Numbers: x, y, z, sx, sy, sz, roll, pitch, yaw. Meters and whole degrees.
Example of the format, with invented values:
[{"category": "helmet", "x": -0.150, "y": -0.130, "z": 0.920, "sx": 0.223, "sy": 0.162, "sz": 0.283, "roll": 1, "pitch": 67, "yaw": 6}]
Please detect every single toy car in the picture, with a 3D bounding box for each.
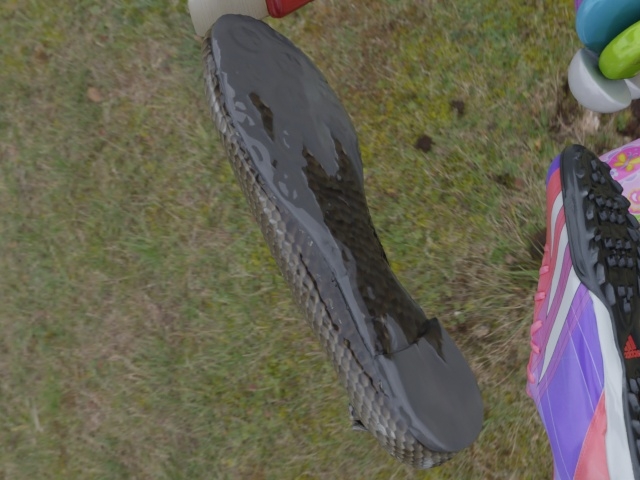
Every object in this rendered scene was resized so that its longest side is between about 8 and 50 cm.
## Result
[{"category": "toy car", "x": 0.320, "y": -0.225, "z": 0.915, "sx": 0.159, "sy": 0.182, "sz": 0.136, "roll": -40, "pitch": 82, "yaw": 40}]

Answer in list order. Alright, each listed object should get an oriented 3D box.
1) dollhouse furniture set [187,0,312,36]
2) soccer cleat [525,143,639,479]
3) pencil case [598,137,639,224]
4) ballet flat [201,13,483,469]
[{"category": "dollhouse furniture set", "x": 0.056, "y": -0.295, "z": 0.600, "sx": 0.152, "sy": 0.374, "sz": 0.201, "roll": 2, "pitch": 120, "yaw": 35}, {"category": "soccer cleat", "x": 0.220, "y": 0.076, "z": 0.778, "sx": 0.116, "sy": 0.109, "sz": 0.318, "roll": -17, "pitch": 76, "yaw": 42}, {"category": "pencil case", "x": 0.458, "y": -0.085, "z": 1.240, "sx": 0.284, "sy": 0.124, "sz": 0.124, "roll": -26, "pitch": 80, "yaw": 9}, {"category": "ballet flat", "x": 0.000, "y": 0.000, "z": 0.459, "sx": 0.058, "sy": 0.084, "sz": 0.249, "roll": -36, "pitch": 79, "yaw": 45}]
